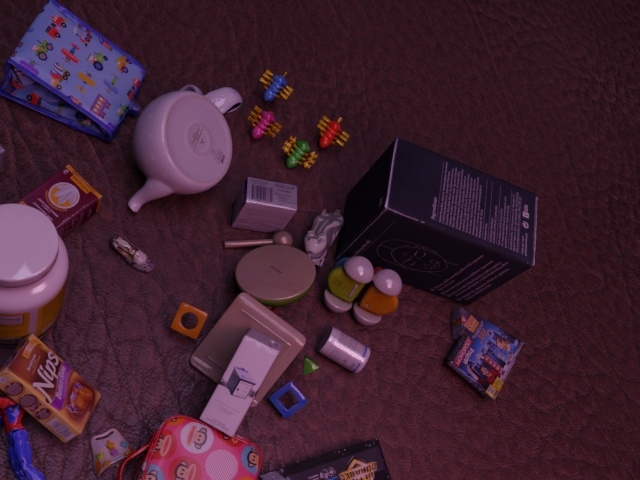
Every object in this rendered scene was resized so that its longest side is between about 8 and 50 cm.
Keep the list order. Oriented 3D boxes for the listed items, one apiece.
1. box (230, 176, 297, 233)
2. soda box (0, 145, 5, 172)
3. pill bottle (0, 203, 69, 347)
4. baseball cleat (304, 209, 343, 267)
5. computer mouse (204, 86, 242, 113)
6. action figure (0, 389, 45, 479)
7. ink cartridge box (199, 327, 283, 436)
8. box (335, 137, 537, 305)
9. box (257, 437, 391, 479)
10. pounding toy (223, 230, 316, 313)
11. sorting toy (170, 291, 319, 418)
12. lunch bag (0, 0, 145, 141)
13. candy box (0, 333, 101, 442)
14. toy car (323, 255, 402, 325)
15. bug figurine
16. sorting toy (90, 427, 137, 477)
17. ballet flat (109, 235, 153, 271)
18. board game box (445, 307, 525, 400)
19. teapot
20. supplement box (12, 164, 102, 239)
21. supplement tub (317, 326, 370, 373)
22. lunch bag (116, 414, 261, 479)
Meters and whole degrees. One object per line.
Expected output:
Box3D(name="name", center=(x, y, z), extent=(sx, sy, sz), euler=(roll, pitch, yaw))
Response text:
Box3D(name="box", center=(-0.135, -0.081, 1.665), extent=(0.126, 0.137, 0.072), euler=(9, 62, -20))
Box3D(name="soda box", center=(-0.799, -0.252, 1.484), extent=(0.286, 0.091, 0.098), euler=(49, 56, 3))
Box3D(name="pill bottle", center=(-0.566, 0.066, 1.291), extent=(0.188, 0.334, 0.187), euler=(10, 63, -20))
Box3D(name="baseball cleat", center=(0.000, 0.000, 1.732), extent=(0.072, 0.109, 0.206), euler=(18, 28, 16))
Box3D(name="computer mouse", center=(-0.277, -0.348, 1.786), extent=(0.193, 0.042, 0.106), euler=(-38, 84, -32))
Box3D(name="action figure", center=(-0.586, 0.376, 1.272), extent=(0.139, 0.091, 0.280), euler=(1, 65, -41))
Box3D(name="ink cartridge box", center=(-0.159, 0.285, 1.433), extent=(0.082, 0.139, 0.190), euler=(27, 89, 1))
Box3D(name="box", center=(0.282, -0.033, 1.733), extent=(0.396, 0.293, 0.211), euler=(20, 60, -15))
Box3D(name="box", center=(0.030, 0.598, 1.458), extent=(0.296, 0.073, 0.293), euler=(-9, 69, -26))
Box3D(name="pounding toy", center=(-0.113, 0.092, 1.632), extent=(0.183, 0.110, 0.237), euler=(-13, 43, -17))
Box3D(name="sorting toy", center=(-0.159, 0.236, 1.529), extent=(0.348, 0.047, 0.196), euler=(37, 93, -5))
Box3D(name="lunch bag", center=(-0.557, -0.383, 1.643), extent=(0.293, 0.138, 0.220), euler=(28, 55, -20))
Box3D(name="candy box", center=(-0.513, 0.278, 1.320), extent=(0.186, 0.053, 0.109), euler=(48, 23, -19))
Box3D(name="toy car", center=(0.102, 0.103, 1.684), extent=(0.182, 0.159, 0.136), euler=(24, 34, -11))
Box3D(name="bug figurine", center=(-0.073, -0.308, 1.840), extent=(0.279, 0.072, 0.216), euler=(40, 63, -7))
Box3D(name="sorting toy", center=(-0.414, 0.409, 1.376), extent=(0.083, 0.044, 0.075), euler=(-21, 57, -30))
Box3D(name="ballet flat", center=(-0.418, 0.028, 1.549), extent=(0.114, 0.041, 0.041), euler=(37, 57, -4))
Box3D(name="board game box", center=(0.394, 0.274, 1.775), extent=(0.194, 0.060, 0.194), euler=(41, 57, 0))
Box3D(name="teapot", center=(-0.342, -0.223, 1.624), extent=(0.256, 0.187, 0.252), euler=(-29, 108, -49))
Box3D(name="supplement box", center=(-0.576, -0.060, 1.496), extent=(0.104, 0.081, 0.188), euler=(43, 57, 0))
Box3D(name="supplement tub", center=(0.055, 0.256, 1.629), extent=(0.107, 0.071, 0.071), euler=(32, 58, -7))
Box3D(name="lunch bag", center=(-0.270, 0.494, 1.342), extent=(0.258, 0.120, 0.293), euler=(26, 57, -12))
